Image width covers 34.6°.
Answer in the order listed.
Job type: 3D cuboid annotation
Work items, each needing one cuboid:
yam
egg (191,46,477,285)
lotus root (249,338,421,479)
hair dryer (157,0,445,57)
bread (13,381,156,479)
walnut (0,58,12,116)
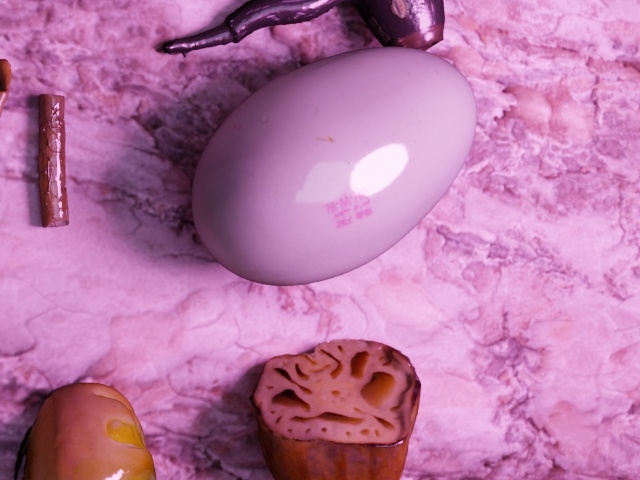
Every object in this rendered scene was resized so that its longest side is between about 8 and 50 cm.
[{"bbox_3d":[-0.291,-0.087,1.116,0.032,0.032,0.146,-1,92,-26],"label":"yam"},{"bbox_3d":[0.023,-0.092,1.155,0.371,0.230,0.230,-34,106,-22],"label":"egg"},{"bbox_3d":[0.020,0.234,1.226,0.188,0.199,0.180,7,125,9],"label":"lotus root"},{"bbox_3d":[-0.040,-0.319,1.204,0.359,0.120,0.304,-25,94,-14],"label":"hair dryer"},{"bbox_3d":[-0.241,0.291,1.085,0.158,0.156,0.261,11,88,-24],"label":"bread"},{"bbox_3d":[-0.426,-0.140,0.965,0.238,0.204,0.141,21,105,-19],"label":"walnut"}]
